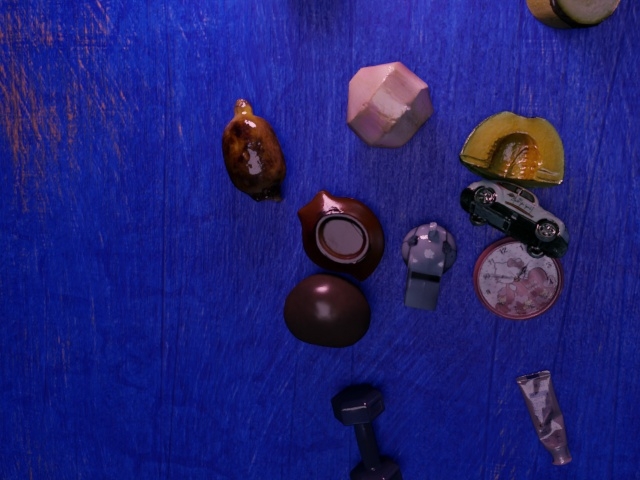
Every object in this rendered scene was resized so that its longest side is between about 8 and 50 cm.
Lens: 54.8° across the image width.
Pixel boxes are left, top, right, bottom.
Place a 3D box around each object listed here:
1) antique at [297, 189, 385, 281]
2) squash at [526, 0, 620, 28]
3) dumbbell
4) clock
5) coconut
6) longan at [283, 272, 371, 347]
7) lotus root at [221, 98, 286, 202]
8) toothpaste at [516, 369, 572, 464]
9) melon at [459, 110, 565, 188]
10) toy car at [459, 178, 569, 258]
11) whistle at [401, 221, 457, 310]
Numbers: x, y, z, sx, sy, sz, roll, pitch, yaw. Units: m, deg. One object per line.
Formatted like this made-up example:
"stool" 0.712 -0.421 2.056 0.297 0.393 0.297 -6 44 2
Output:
"antique" 0.060 -0.013 1.741 0.223 0.129 0.278 -37 92 4
"squash" 0.641 -0.633 1.545 0.220 0.133 0.220 -1 98 -5
"dumbbell" 0.138 0.600 1.846 0.144 0.160 0.324 -17 99 -17
"clock" 0.548 0.107 1.715 0.245 0.056 0.244 2 101 12
"coconut" 0.170 -0.358 1.630 0.237 0.197 0.236 3 107 11
"longan" 0.022 0.204 1.756 0.246 0.215 0.246 28 147 20
"lotus root" -0.194 -0.245 1.750 0.169 0.141 0.314 -15 97 17
"toothpaste" 0.652 0.509 1.778 0.096 0.061 0.266 -19 89 15
"melon" 0.512 -0.238 1.629 0.265 0.129 0.169 16 85 12
"toy car" 0.519 -0.070 1.628 0.306 0.136 0.125 30 73 18
"whistle" 0.299 0.052 1.725 0.164 0.163 0.289 9 141 9
